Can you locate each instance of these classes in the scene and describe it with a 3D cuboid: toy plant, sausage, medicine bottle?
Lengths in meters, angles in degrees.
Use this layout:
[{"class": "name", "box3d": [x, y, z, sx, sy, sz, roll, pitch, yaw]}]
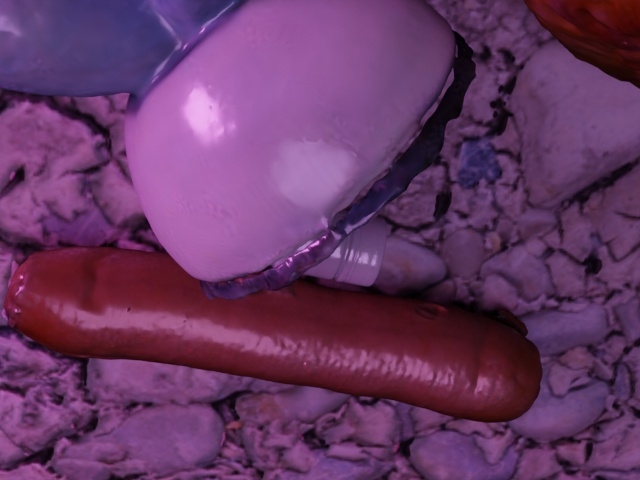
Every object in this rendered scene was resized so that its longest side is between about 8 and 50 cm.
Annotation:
[{"class": "toy plant", "box3d": [-0.096, -0.155, 0.591, 0.247, 0.247, 0.332, -38, 112, 16]}, {"class": "sausage", "box3d": [-0.027, 0.070, 0.794, 0.418, 0.094, 0.094, 11, 103, -11]}, {"class": "medicine bottle", "box3d": [0.000, 0.000, 0.774, 0.089, 0.057, 0.057, 12, 118, -11]}]

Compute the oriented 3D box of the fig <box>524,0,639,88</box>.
[{"class": "fig", "box3d": [0.263, -0.251, 0.575, 0.286, 0.286, 0.369, 16, 88, -13]}]
